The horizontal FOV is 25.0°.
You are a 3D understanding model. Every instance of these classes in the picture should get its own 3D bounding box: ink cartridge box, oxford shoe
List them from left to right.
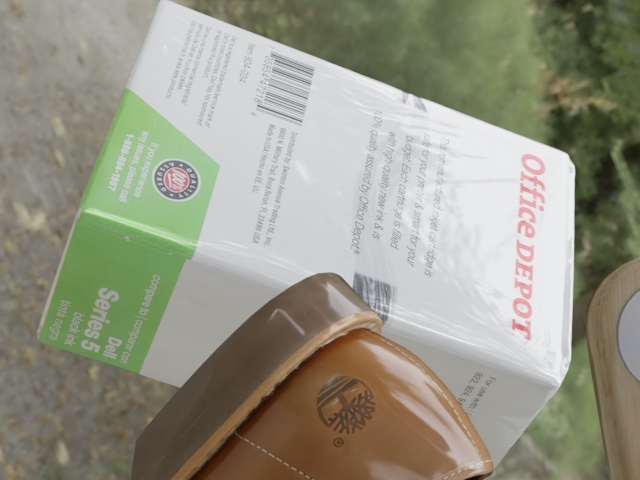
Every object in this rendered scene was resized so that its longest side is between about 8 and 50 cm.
[{"bbox_3d":[-0.041,0.111,0.360,0.076,0.212,0.076,43,10,19],"label":"oxford shoe"},{"bbox_3d":[0.000,0.000,0.842,0.198,0.273,0.115,-78,-169,-46],"label":"ink cartridge box"}]

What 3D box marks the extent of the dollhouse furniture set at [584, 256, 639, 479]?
[{"bbox_3d":[0.224,0.011,0.251,0.355,0.303,0.173,102,-19,-75],"label":"dollhouse furniture set"}]
